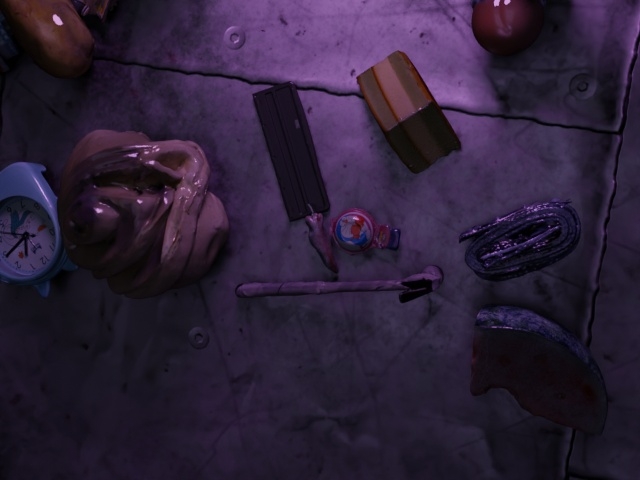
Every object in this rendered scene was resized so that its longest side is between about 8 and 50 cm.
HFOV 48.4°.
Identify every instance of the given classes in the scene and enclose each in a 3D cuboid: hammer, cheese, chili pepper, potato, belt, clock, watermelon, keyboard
[{"bbox_3d":[0.027,0.093,1.417,0.426,0.152,0.044,-4,97,24],"label":"hammer"},{"bbox_3d":[0.087,-0.014,1.420,0.145,0.038,0.095,11,96,13],"label":"cheese"},{"bbox_3d":[-0.001,0.000,1.434,0.041,0.050,0.153,-14,100,15],"label":"chili pepper"},{"bbox_3d":[-0.574,-0.461,1.462,0.141,0.191,0.296,-30,87,0],"label":"potato"},{"bbox_3d":[0.372,0.002,1.310,0.218,0.128,0.122,-24,89,14],"label":"belt"},{"bbox_3d":[-0.638,-0.014,1.560,0.223,0.094,0.274,-37,87,13],"label":"clock"},{"bbox_3d":[0.397,0.238,1.341,0.318,0.148,0.226,42,120,-6],"label":"watermelon"},{"bbox_3d":[-0.077,-0.233,1.449,0.103,0.041,0.382,-16,97,13],"label":"keyboard"}]

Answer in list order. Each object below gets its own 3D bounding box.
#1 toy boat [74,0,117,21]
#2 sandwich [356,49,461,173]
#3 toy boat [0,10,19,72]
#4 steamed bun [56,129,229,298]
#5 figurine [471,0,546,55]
[{"bbox_3d":[-0.442,-0.557,1.470,0.084,0.066,0.210,38,121,12],"label":"toy boat"},{"bbox_3d":[0.170,-0.254,1.399,0.117,0.144,0.187,-31,51,13],"label":"sandwich"},{"bbox_3d":[-0.761,-0.528,1.533,0.133,0.145,0.332,-32,88,-10],"label":"toy boat"},{"bbox_3d":[-0.373,-0.059,1.417,0.338,0.247,0.353,-8,88,12],"label":"steamed bun"},{"bbox_3d":[0.278,-0.545,1.242,0.388,0.277,0.248,36,57,4],"label":"figurine"}]
